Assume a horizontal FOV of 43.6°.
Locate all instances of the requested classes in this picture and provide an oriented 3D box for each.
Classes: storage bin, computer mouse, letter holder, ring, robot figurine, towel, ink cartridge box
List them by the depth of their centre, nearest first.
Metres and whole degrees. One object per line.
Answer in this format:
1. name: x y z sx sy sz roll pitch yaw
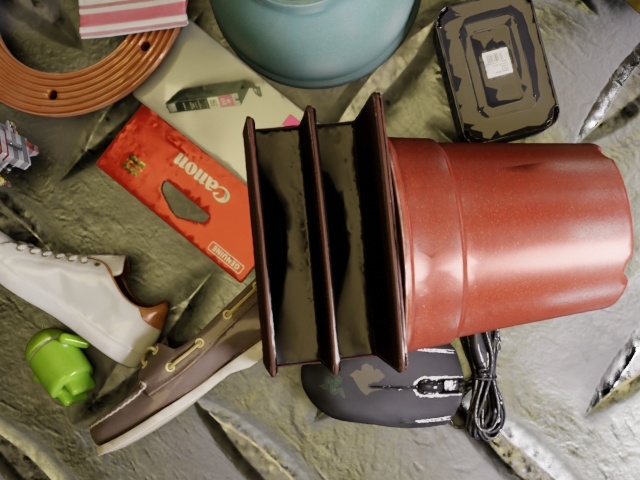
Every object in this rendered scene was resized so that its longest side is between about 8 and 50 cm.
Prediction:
1. letter holder: 0.000 0.000 0.915 0.152 0.214 0.302 -5 88 -6
2. storage bin: 0.222 -0.216 1.027 0.122 0.084 0.180 -14 91 6
3. towel: -0.241 -0.357 1.035 0.144 0.029 0.197 -5 79 7
4. computer mouse: 0.106 0.178 1.051 0.272 0.072 0.189 -3 92 5
5. ring: -0.333 -0.324 1.075 0.336 0.032 0.337 -2 79 11
6. ink cartridge box: -0.141 -0.116 1.075 0.275 0.060 0.239 39 93 3
7. robot figurine: -0.356 0.168 1.088 0.115 0.067 0.101 48 121 18

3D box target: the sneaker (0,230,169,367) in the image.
1. sneaker: -0.334 0.043 1.080 0.290 0.106 0.123 35 90 -7

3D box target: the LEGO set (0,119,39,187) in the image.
1. LEGO set: -0.518 -0.122 1.046 0.331 0.192 0.255 -44 52 16

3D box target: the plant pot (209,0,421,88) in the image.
1. plant pot: -0.016 -0.350 0.990 0.293 0.196 0.293 0 91 6

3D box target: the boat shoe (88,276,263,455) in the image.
1. boat shoe: -0.174 0.163 1.057 0.324 0.116 0.097 -34 88 1

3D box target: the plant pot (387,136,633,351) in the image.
1. plant pot: 0.204 -0.005 0.956 0.265 0.272 0.273 -5 91 -4

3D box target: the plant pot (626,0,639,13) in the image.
1. plant pot: 0.435 -0.347 0.883 0.253 0.239 0.254 0 91 5
